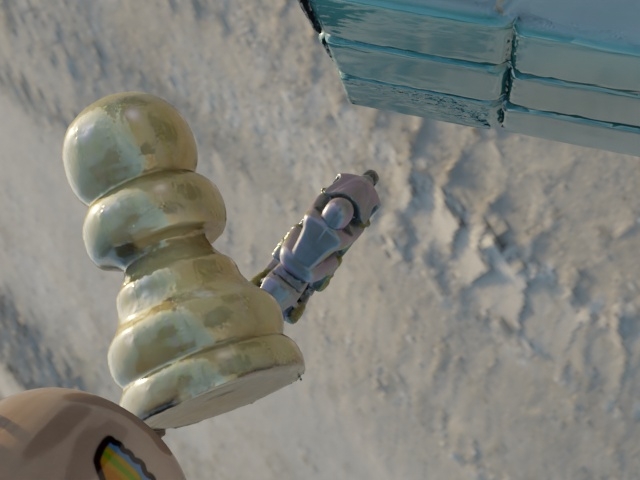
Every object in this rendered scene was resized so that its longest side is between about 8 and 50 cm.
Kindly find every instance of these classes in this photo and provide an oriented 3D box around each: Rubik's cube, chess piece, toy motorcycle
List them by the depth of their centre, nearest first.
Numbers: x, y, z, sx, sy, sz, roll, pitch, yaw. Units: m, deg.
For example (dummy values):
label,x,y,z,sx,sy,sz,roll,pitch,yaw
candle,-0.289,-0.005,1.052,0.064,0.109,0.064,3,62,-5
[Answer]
label,x,y,z,sx,sy,sz,roll,pitch,yaw
Rubik's cube,0.127,-0.171,0.604,0.231,0.221,0.224,11,176,7
chess piece,-0.122,0.008,0.997,0.261,0.143,0.143,68,156,13
toy motorcycle,0.000,0.000,1.442,0.073,0.225,0.152,38,168,3

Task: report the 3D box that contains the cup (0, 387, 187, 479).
label,x,y,z,sx,sy,sz,roll,pitch,yaw
cup,-0.205,0.183,0.802,0.191,0.200,0.253,-29,105,28
